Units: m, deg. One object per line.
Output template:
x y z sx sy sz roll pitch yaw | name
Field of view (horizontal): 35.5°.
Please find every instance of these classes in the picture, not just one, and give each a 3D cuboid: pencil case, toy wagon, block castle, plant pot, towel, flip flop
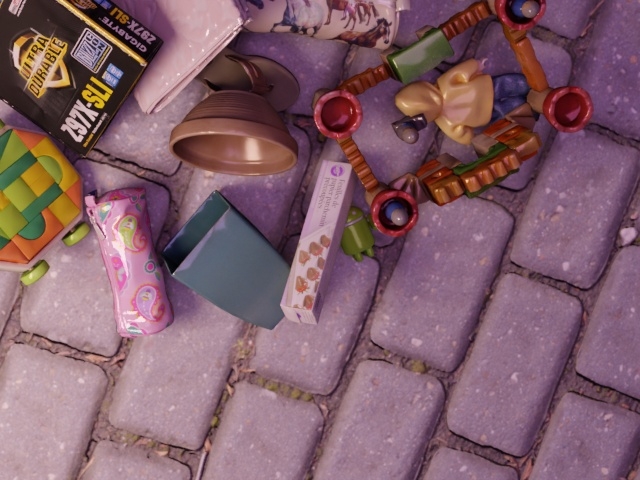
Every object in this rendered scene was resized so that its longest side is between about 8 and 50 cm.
-0.361 0.040 1.887 0.124 0.124 0.284 -13 102 -6 | pencil case
-0.572 -0.048 1.779 0.267 0.068 0.344 53 47 -18 | toy wagon
0.234 -0.233 1.795 0.453 0.213 0.303 -31 109 -1 | block castle
-0.049 -0.451 1.837 0.410 0.183 0.160 5 98 -9 | pencil case
-0.153 0.051 1.902 0.234 0.166 0.165 40 91 -20 | plant pot
-0.283 -0.436 1.742 0.317 0.053 0.332 -32 80 39 | towel
-0.155 -0.205 1.845 0.237 0.237 0.110 8 75 -9 | plant pot
-0.160 -0.306 1.854 0.277 0.080 0.112 25 116 -34 | flip flop

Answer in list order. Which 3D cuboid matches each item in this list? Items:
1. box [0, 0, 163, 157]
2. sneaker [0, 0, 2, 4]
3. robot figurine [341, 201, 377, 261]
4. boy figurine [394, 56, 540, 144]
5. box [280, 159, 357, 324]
-0.451 -0.317 1.748 0.257 0.322 0.079 35 50 -13 | box
-0.576 -0.563 1.780 0.139 0.125 0.341 -27 105 -15 | sneaker
0.065 -0.016 1.968 0.101 0.067 0.115 -24 99 -7 | robot figurine
0.285 -0.267 1.953 0.285 0.092 0.177 -6 110 -5 | boy figurine
0.000 0.000 1.876 0.063 0.067 0.324 8 63 14 | box
